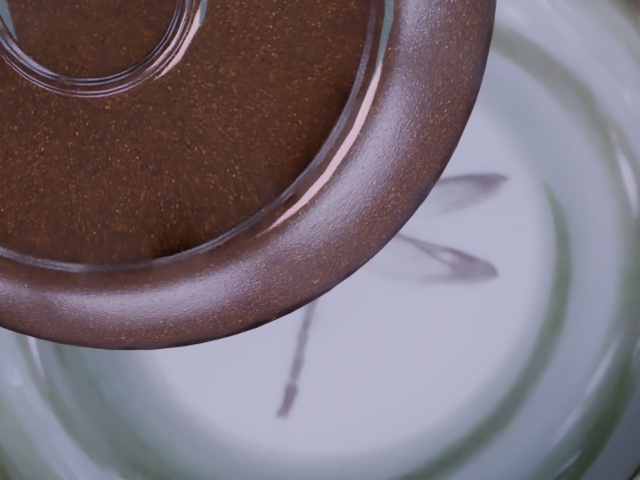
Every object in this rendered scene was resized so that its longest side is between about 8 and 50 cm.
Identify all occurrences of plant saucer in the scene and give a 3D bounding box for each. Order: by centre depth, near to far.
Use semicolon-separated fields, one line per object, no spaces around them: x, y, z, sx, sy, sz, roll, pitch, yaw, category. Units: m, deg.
-0.087;-0.102;0.718;0.311;0.050;0.310;1;102;6;plant saucer
0.000;0.000;0.824;0.400;0.100;0.400;-4;71;11;plant saucer
